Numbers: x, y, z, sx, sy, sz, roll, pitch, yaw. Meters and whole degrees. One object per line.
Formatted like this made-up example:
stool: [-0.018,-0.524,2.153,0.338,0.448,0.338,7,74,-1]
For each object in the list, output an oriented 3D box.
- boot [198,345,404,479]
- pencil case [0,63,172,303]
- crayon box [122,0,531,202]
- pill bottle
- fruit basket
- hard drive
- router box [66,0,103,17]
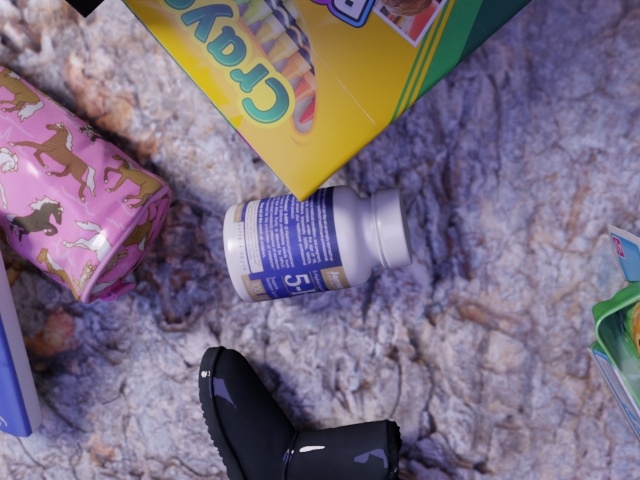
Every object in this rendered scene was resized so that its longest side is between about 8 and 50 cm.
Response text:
boot: [-0.013,0.221,0.878,0.207,0.094,0.247,-10,108,14]
pencil case: [-0.350,-0.088,0.826,0.386,0.167,0.160,33,63,-1]
crayon box: [-0.022,-0.274,0.719,0.313,0.106,0.363,-42,97,-1]
pill bottle: [0.000,0.000,0.817,0.186,0.112,0.112,-10,101,11]
fruit basket: [0.370,0.156,0.677,0.165,0.353,0.327,-29,98,13]
hard drive: [-0.436,0.078,0.858,0.210,0.040,0.319,15,128,14]
router box: [-0.111,-0.313,0.536,0.309,0.243,0.081,-43,95,0]
